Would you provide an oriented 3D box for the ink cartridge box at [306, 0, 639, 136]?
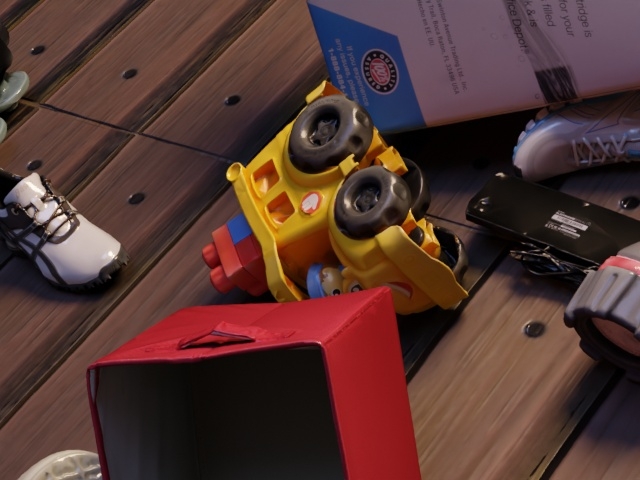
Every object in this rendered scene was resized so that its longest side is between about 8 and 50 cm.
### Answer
[{"bbox_3d":[0.187,-0.278,1.427,0.395,0.285,0.166,-8,19,29],"label":"ink cartridge box"}]

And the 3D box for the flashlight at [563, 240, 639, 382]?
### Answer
[{"bbox_3d":[0.318,-0.028,1.267,0.103,0.103,0.304,13,61,50],"label":"flashlight"}]

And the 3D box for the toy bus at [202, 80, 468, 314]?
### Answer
[{"bbox_3d":[0.000,0.000,1.390,0.211,0.149,0.220,-35,48,9],"label":"toy bus"}]

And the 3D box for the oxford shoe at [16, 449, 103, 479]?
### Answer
[{"bbox_3d":[-0.262,0.362,1.126,0.130,0.169,0.449,-35,25,57],"label":"oxford shoe"}]

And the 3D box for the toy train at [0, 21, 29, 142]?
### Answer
[{"bbox_3d":[-0.460,-0.131,1.743,0.190,0.142,0.334,-14,40,24],"label":"toy train"}]

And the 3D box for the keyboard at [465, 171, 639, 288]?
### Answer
[{"bbox_3d":[0.215,0.004,1.369,0.192,0.038,0.100,23,49,30],"label":"keyboard"}]

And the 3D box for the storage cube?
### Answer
[{"bbox_3d":[-0.041,0.152,1.148,0.184,0.215,0.193,-7,9,18],"label":"storage cube"}]

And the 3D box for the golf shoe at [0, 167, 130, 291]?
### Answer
[{"bbox_3d":[-0.278,-0.015,1.560,0.198,0.094,0.077,22,55,37],"label":"golf shoe"}]

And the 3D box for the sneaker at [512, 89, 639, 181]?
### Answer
[{"bbox_3d":[0.271,-0.098,1.427,0.191,0.071,0.083,-27,46,-5],"label":"sneaker"}]
